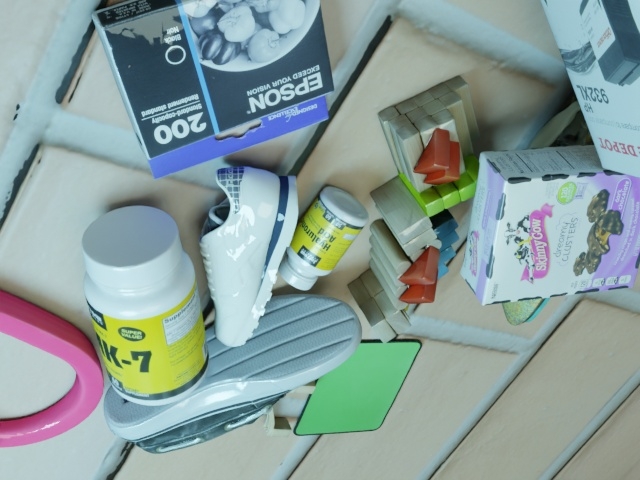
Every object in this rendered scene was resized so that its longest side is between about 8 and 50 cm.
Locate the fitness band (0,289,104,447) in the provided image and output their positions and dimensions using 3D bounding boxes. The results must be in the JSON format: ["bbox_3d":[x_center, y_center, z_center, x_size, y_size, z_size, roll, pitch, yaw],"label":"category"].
[{"bbox_3d":[-0.381,0.152,1.031,0.209,0.054,0.291,-44,134,11],"label":"fitness band"}]

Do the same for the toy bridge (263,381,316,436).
[{"bbox_3d":[-0.038,0.194,1.249,0.063,0.026,0.188,9,123,-30],"label":"toy bridge"}]

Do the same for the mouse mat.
[{"bbox_3d":[0.053,0.213,1.325,0.152,0.007,0.190,2,126,-28],"label":"mouse mat"}]

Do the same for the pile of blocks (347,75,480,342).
[{"bbox_3d":[0.134,-0.008,1.099,0.148,0.113,0.362,-8,131,-20],"label":"pile of blocks"}]

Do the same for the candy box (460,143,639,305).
[{"bbox_3d":[0.270,-0.020,1.041,0.196,0.070,0.165,-6,124,-14],"label":"candy box"}]

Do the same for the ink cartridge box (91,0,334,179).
[{"bbox_3d":[-0.092,-0.159,0.906,0.206,0.045,0.208,-21,136,-9],"label":"ink cartridge box"}]

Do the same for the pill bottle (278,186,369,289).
[{"bbox_3d":[0.000,0.000,1.073,0.065,0.065,0.116,17,119,-36],"label":"pill bottle"}]

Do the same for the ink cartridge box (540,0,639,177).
[{"bbox_3d":[0.308,-0.213,0.844,0.129,0.223,0.308,-26,104,-3],"label":"ink cartridge box"}]

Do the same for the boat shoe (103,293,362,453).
[{"bbox_3d":[-0.101,0.168,1.150,0.335,0.121,0.119,-20,143,6],"label":"boat shoe"}]

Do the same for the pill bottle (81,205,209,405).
[{"bbox_3d":[-0.191,0.072,1.004,0.119,0.119,0.209,-15,133,-14],"label":"pill bottle"}]

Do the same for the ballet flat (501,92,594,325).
[{"bbox_3d":[0.282,-0.049,1.147,0.123,0.123,0.349,7,124,-30],"label":"ballet flat"}]

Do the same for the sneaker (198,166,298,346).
[{"bbox_3d":[-0.096,0.019,1.042,0.094,0.090,0.235,9,121,-16],"label":"sneaker"}]
